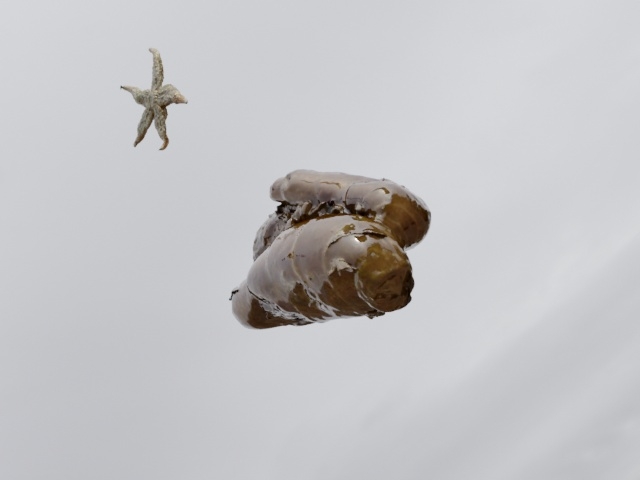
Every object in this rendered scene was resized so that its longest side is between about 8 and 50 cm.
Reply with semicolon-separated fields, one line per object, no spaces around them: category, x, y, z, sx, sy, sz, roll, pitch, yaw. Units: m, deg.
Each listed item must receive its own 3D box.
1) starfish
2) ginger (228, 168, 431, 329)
starfish;-0.129;-0.113;0.731;0.016;0.092;0.086;9;-18;-43
ginger;0.000;0.000;0.574;0.073;0.162;0.103;42;-124;-25
